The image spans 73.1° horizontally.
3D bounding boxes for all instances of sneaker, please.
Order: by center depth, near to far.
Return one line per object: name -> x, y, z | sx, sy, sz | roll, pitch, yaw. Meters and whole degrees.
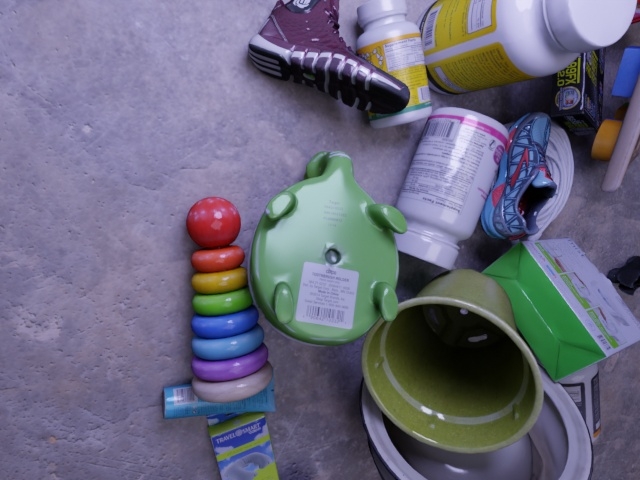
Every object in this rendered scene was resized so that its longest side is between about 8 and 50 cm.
sneaker -> 0.033, -0.329, 0.712 | 0.281, 0.106, 0.163 | 21, 81, 1
sneaker -> 0.413, -0.123, 0.837 | 0.104, 0.125, 0.262 | 14, 93, -24
sneaker -> 0.865, 0.094, 1.185 | 0.170, 0.089, 0.051 | -21, 107, -18

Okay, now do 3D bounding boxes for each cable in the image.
cable -> 0.454, -0.141, 0.969 | 0.257, 0.089, 0.257 | -38, 110, -13

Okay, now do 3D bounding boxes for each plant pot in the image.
plant pot -> 0.245, 0.177, 0.777 | 0.254, 0.275, 0.277 | -36, 118, -58

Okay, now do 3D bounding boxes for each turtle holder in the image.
turtle holder -> -0.015, 0.011, 0.718 | 0.243, 0.227, 0.321 | -19, 83, -19

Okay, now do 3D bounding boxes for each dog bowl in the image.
dog bowl -> 0.273, 0.365, 0.831 | 0.407, 0.408, 0.151 | -13, 126, -20

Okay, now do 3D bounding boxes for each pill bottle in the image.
pill bottle -> 0.324, -0.365, 0.737 | 0.187, 0.334, 0.188 | -4, 102, -22
pill bottle -> 0.128, -0.318, 0.782 | 0.117, 0.117, 0.209 | -19, 107, -19
pill bottle -> 0.242, -0.096, 0.847 | 0.160, 0.160, 0.283 | 20, 92, -25
pill bottle -> 0.604, 0.355, 1.081 | 0.162, 0.162, 0.279 | -17, 106, -19

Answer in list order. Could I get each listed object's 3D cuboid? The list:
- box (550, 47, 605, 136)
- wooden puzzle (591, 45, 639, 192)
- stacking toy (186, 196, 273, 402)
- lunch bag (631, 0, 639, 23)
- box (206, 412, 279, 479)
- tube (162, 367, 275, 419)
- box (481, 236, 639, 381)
box -> 0.550, -0.349, 0.913 | 0.270, 0.060, 0.217 | -3, 96, -51
wooden puzzle -> 0.702, -0.312, 0.967 | 0.347, 0.080, 0.323 | -34, 134, -41
stacking toy -> -0.170, 0.092, 0.733 | 0.141, 0.141, 0.331 | -10, 97, -21
lunch bag -> 0.643, -0.547, 0.865 | 0.258, 0.293, 0.120 | 41, 78, -23
box -> -0.149, 0.407, 0.838 | 0.108, 0.042, 0.179 | -15, 106, -20
tube -> -0.182, 0.287, 0.798 | 0.206, 0.052, 0.080 | 2, 79, -24
box -> 0.521, 0.131, 0.922 | 0.230, 0.262, 0.127 | -3, 145, -38
